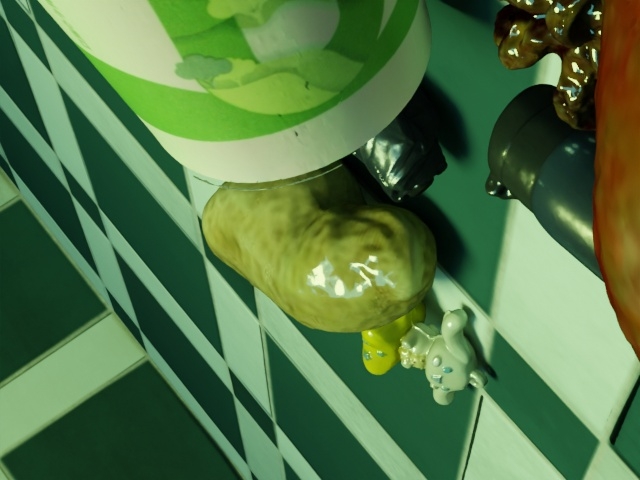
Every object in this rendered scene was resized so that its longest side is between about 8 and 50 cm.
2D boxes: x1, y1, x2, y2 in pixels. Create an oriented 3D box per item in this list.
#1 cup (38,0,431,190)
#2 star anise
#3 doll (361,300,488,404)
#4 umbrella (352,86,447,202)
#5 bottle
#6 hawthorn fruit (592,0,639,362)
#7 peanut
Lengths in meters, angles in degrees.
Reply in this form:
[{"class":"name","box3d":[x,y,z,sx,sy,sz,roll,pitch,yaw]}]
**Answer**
[{"class":"cup","box3d":[-0.064,-0.185,0.752,0.253,0.253,0.274,42,166,38]},{"class":"star anise","box3d":[0.129,-0.127,0.600,0.177,0.073,0.234,37,150,25]},{"class":"doll","box3d":[0.095,0.095,1.172,0.113,0.071,0.135,13,143,39]},{"class":"umbrella","box3d":[0.009,-0.140,0.951,0.248,0.071,0.071,58,165,13]},{"class":"bottle","box3d":[0.184,0.005,0.699,0.244,0.072,0.082,43,118,34]},{"class":"hawthorn fruit","box3d":[0.220,-0.024,0.306,0.300,0.254,0.254,-6,121,44]},{"class":"peanut","box3d":[0.000,0.000,1.124,0.253,0.122,0.137,34,125,46]}]
